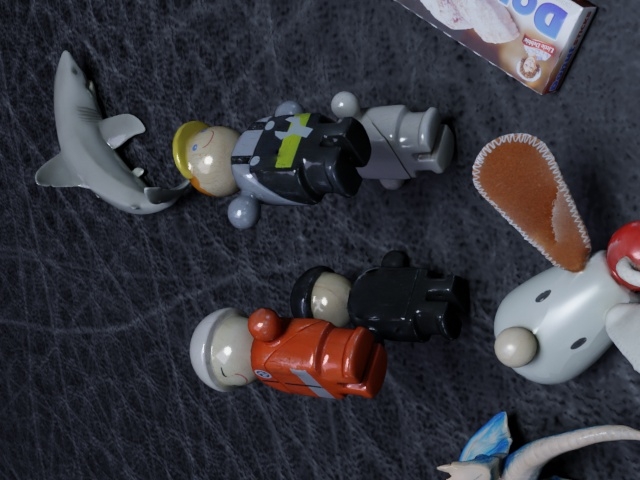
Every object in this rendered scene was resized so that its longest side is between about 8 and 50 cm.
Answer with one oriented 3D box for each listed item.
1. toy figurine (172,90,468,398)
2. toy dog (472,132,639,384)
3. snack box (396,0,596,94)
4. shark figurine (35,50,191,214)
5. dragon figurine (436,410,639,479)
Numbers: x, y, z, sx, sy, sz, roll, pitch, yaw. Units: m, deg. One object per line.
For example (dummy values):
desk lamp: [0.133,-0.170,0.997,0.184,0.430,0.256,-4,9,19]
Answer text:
toy figurine: [0.000,0.000,0.654,0.148,0.213,0.209,1,104,33]
toy dog: [0.191,-0.011,0.481,0.220,0.161,0.333,37,127,35]
snack box: [0.106,-0.173,0.627,0.178,0.022,0.064,42,129,31]
shark figurine: [-0.243,-0.073,0.975,0.278,0.116,0.166,40,130,35]
dragon figurine: [0.129,0.188,0.660,0.085,0.144,0.289,44,119,17]
